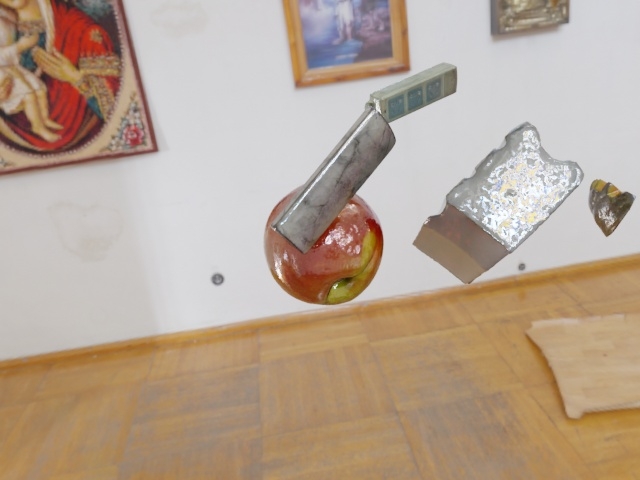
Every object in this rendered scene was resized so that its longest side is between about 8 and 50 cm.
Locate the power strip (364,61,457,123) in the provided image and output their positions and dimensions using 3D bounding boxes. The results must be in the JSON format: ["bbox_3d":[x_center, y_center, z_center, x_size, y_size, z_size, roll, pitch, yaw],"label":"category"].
[{"bbox_3d":[0.227,-0.357,1.363,0.272,0.078,0.052,-28,42,-23],"label":"power strip"}]

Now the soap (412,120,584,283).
[{"bbox_3d":[0.448,-0.074,1.482,0.350,0.213,0.435,-43,-11,-3],"label":"soap"}]

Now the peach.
[{"bbox_3d":[0.000,0.000,1.402,0.308,0.307,0.332,-11,44,-13],"label":"peach"}]

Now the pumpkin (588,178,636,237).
[{"bbox_3d":[0.900,-0.105,1.801,0.131,0.149,0.254,32,12,16],"label":"pumpkin"}]

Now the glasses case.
[{"bbox_3d":[0.027,-0.115,1.090,0.060,0.114,0.299,35,85,38],"label":"glasses case"}]
